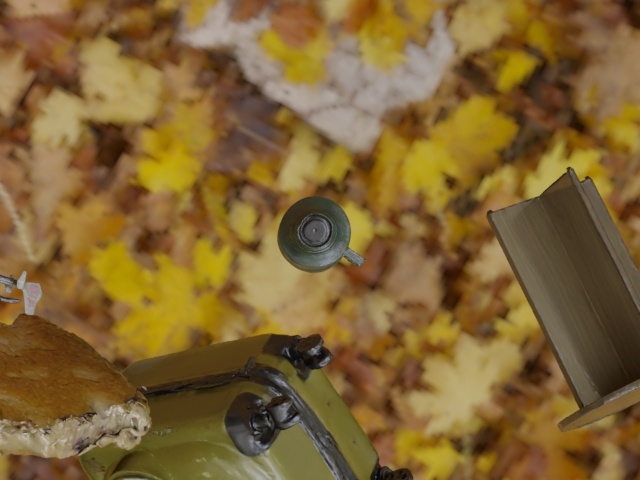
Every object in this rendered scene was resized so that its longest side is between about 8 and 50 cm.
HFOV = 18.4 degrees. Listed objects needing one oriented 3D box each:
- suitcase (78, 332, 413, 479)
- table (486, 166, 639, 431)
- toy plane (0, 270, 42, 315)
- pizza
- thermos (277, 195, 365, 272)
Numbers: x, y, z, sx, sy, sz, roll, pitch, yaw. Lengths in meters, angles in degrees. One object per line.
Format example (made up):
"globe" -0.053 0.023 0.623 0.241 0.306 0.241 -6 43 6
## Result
"suitcase" -0.068 0.189 1.587 0.194 0.235 0.143 57 40 -26
"table" 0.264 0.052 1.958 0.167 0.227 0.167 -24 168 -5
"toy plane" -0.297 0.028 1.719 0.120 0.031 0.049 18 71 -25
"pizza" -0.198 0.099 1.153 0.226 0.147 0.069 -14 125 -61
"thermos" -0.005 -0.001 1.926 0.073 0.188 0.083 -23 89 -1
